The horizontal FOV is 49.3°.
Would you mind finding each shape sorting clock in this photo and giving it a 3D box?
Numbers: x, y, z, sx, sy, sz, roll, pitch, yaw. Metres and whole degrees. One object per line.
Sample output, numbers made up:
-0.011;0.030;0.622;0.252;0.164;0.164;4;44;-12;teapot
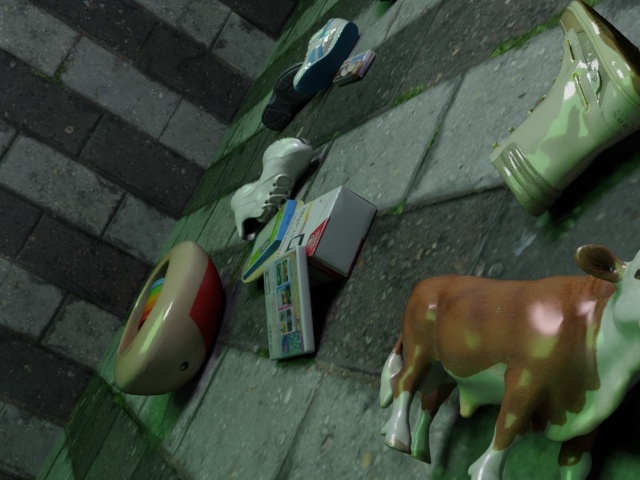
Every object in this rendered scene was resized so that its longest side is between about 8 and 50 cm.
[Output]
-0.095;0.003;1.431;0.206;0.040;0.206;-51;16;20;shape sorting clock

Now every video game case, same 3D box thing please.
-0.051;0.100;1.072;0.143;0.019;0.157;-28;64;61;video game case

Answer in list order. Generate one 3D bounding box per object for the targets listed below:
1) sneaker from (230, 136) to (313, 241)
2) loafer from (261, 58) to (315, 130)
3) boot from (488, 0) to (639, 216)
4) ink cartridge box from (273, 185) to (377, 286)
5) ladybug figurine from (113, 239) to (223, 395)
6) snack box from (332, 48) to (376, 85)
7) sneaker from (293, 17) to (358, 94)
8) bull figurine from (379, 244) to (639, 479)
-0.102;-0.110;1.577;0.297;0.111;0.129;-50;35;37;sneaker
-0.080;-0.434;2.001;0.302;0.109;0.095;-42;20;50;loafer
0.238;-0.136;0.695;0.165;0.077;0.213;-50;23;33;boot
0.000;0.000;1.126;0.175;0.072;0.128;-21;42;62;ink cartridge box
-0.330;0.177;1.591;0.305;0.161;0.449;-49;21;28;ladybug figurine
0.078;-0.408;1.655;0.064;0.022;0.178;-59;17;-3;snack box
0.003;-0.480;1.830;0.092;0.087;0.229;34;84;42;sneaker
0.149;0.095;0.520;0.189;0.101;0.310;-65;19;-12;bull figurine
